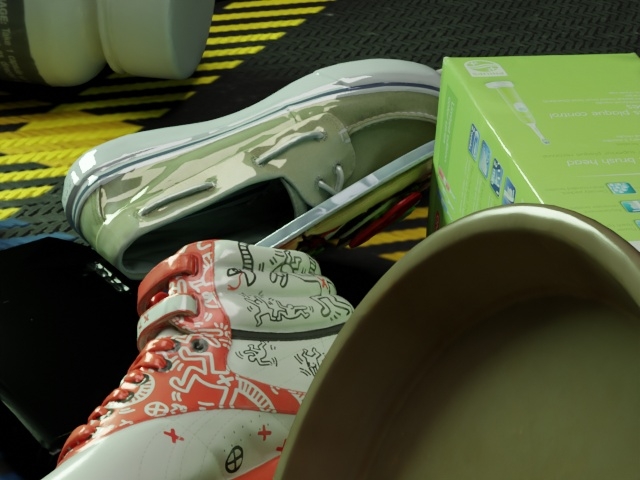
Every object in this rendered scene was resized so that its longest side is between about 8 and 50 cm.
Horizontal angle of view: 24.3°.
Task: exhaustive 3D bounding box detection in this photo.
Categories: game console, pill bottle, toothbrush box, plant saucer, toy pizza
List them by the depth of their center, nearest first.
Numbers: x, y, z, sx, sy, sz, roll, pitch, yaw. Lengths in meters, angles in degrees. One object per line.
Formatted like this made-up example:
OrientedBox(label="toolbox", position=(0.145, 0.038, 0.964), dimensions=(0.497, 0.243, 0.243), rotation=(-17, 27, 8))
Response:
OrientedBox(label="plant saucer", position=(0.050, 0.125, 0.495), dimensions=(0.041, 0.278, 0.278), rotation=(16, 22, -26))
OrientedBox(label="toothbrush box", position=(0.144, 0.049, 0.768), dimensions=(0.122, 0.206, 0.283), rotation=(-2, 29, -9))
OrientedBox(label="game console", position=(-0.241, 0.097, 0.819), dimensions=(0.361, 0.044, 0.213), rotation=(-20, 36, -33))
OrientedBox(label="toy pizza", position=(0.000, 0.000, 0.921), dimensions=(0.201, 0.032, 0.201), rotation=(-32, -1, -1))
OrientedBox(label="pill bottle", position=(-0.280, -0.237, 1.254), dimensions=(0.361, 0.204, 0.204), rotation=(7, 29, 8))

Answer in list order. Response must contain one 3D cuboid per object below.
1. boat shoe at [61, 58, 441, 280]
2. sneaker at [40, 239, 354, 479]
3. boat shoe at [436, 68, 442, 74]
OrientedBox(label="boat shoe", position=(-0.028, -0.042, 1.049), dimensions=(0.302, 0.109, 0.094), rotation=(-19, 50, -19))
OrientedBox(label="sneaker", position=(-0.081, 0.085, 0.753), dimensions=(0.270, 0.090, 0.145), rotation=(-14, 62, -37))
OrientedBox(label="boat shoe", position=(0.098, -0.125, 1.251), dimensions=(0.125, 0.038, 0.046), rotation=(-13, -10, -35))
